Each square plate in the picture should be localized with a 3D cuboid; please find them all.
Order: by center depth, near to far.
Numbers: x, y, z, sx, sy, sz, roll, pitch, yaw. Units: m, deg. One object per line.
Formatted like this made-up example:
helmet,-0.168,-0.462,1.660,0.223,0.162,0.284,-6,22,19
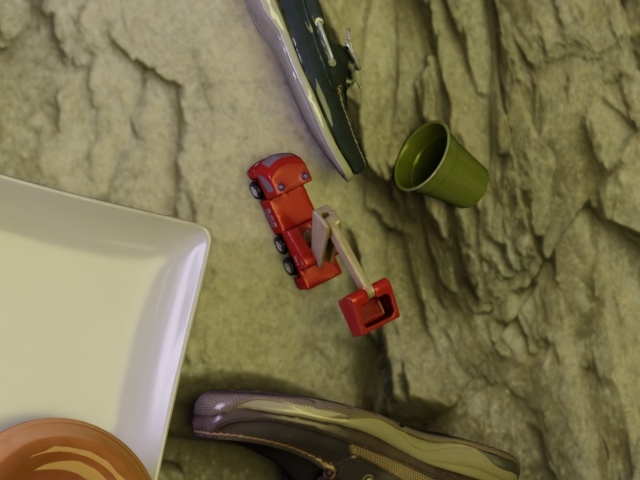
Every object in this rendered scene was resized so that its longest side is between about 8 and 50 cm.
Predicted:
square plate,-0.300,0.114,1.449,0.344,0.049,0.347,15,81,-20

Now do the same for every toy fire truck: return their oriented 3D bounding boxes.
toy fire truck,0.000,0.000,1.529,0.047,0.135,0.192,-26,97,-21

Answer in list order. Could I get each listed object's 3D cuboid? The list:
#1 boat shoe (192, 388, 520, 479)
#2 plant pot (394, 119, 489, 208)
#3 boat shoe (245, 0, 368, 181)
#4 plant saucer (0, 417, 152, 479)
boat shoe,0.037,0.236,1.534,0.355,0.132,0.130,17,81,-19
plant pot,0.134,-0.073,1.626,0.079,0.083,0.083,29,77,-31
boat shoe,-0.003,-0.186,1.566,0.079,0.095,0.254,-25,87,-10
plant saucer,-0.237,0.258,1.397,0.200,0.037,0.200,7,72,-21
